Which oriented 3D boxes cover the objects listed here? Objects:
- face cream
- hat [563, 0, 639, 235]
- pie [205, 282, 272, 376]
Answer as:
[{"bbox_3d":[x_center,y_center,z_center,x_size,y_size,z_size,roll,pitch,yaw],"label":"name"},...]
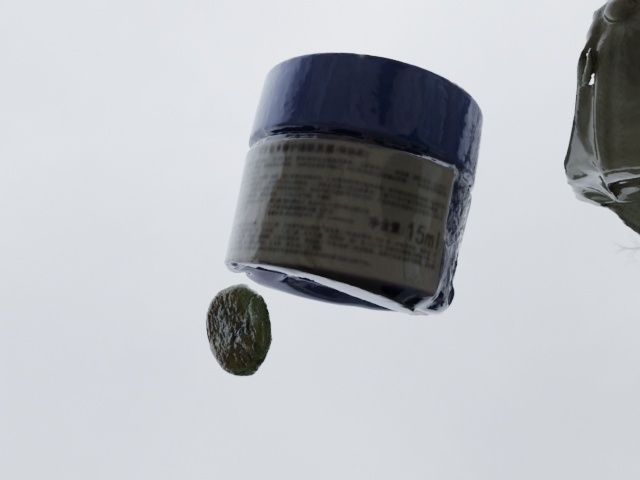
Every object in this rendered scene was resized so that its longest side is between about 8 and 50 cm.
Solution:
[{"bbox_3d":[0.034,-0.044,0.703,0.249,0.249,0.225,15,-100,-8],"label":"face cream"},{"bbox_3d":[0.285,-0.073,0.400,0.244,0.149,0.214,37,-71,23],"label":"hat"},{"bbox_3d":[-0.163,0.176,1.287,0.041,0.187,0.187,6,-81,-48],"label":"pie"}]
